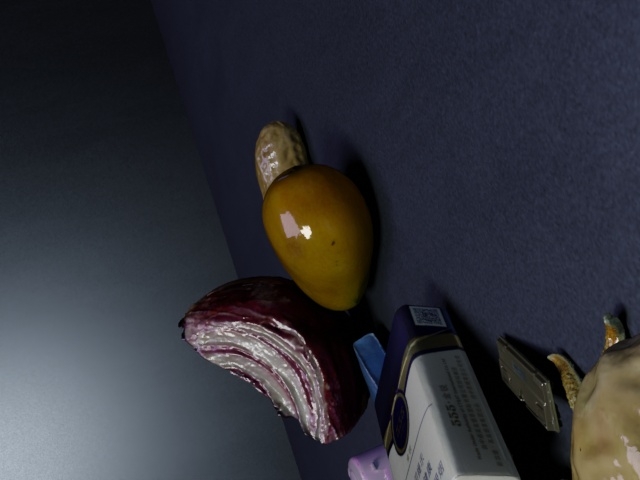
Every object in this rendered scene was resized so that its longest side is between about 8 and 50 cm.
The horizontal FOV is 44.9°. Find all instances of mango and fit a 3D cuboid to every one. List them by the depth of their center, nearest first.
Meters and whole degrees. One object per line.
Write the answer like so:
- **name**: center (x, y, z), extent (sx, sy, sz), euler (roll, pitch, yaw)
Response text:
- **mango**: center (-0.003, -0.007, 1.086), extent (0.254, 0.139, 0.175), euler (84, 162, -59)

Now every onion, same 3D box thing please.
- **onion**: center (-0.038, 0.129, 1.195), extent (0.146, 0.314, 0.280), euler (-64, -7, 30)

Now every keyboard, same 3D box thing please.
- **keyboard**: center (0.189, 0.128, 0.710), extent (0.129, 0.015, 0.049), euler (-116, 16, -79)

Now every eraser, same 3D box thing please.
- **eraser**: center (0.124, 0.264, 1.037), extent (0.312, 0.043, 0.144), euler (-122, 10, -58)

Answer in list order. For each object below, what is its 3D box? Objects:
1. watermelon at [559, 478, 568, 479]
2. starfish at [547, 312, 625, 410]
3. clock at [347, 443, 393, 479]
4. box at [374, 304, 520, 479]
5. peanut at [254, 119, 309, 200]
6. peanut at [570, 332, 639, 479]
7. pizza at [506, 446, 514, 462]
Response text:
- **watermelon**: center (0.220, 0.323, 0.760), extent (0.154, 0.094, 0.241), euler (49, 150, 45)
- **starfish**: center (0.223, 0.149, 0.602), extent (0.176, 0.053, 0.208), euler (-111, 16, -59)
- **clock**: center (0.138, 0.483, 1.181), extent (0.322, 0.113, 0.295), euler (91, 157, -55)
- **box**: center (0.121, 0.207, 0.822), extent (0.259, 0.071, 0.168), euler (-106, 21, -58)
- **peanut**: center (-0.049, -0.088, 1.270), extent (0.108, 0.095, 0.226), euler (-20, 83, 61)
- **peanut**: center (0.232, 0.195, 0.431), extent (0.149, 0.149, 0.313), euler (151, 97, -76)
- **pizza**: center (0.183, 0.242, 0.872), extent (0.160, 0.036, 0.099), euler (-147, 41, -68)
